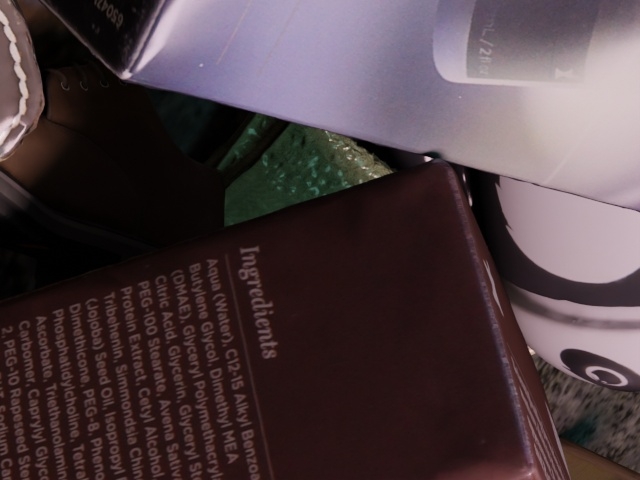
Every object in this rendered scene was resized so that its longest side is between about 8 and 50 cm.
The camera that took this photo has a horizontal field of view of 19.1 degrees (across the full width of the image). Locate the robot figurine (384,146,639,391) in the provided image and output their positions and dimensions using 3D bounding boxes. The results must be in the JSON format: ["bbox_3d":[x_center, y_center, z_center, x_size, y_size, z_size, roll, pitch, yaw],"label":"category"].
[{"bbox_3d":[0.158,-0.057,0.962,0.173,0.209,0.278,-31,123,-35],"label":"robot figurine"}]

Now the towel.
[{"bbox_3d":[0.000,0.000,0.931,0.148,0.027,0.110,34,110,-26],"label":"towel"}]

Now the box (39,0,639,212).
[{"bbox_3d":[0.067,-0.191,0.696,0.294,0.183,0.296,11,114,-41],"label":"box"}]

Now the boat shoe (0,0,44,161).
[{"bbox_3d":[-0.119,-0.059,0.358,0.081,0.068,0.228,-51,146,0],"label":"boat shoe"}]

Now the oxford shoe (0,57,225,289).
[{"bbox_3d":[-0.122,-0.040,0.778,0.227,0.083,0.096,30,69,-51],"label":"oxford shoe"}]

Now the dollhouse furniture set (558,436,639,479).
[{"bbox_3d":[0.191,0.291,1.353,0.161,0.212,0.242,-38,118,-18],"label":"dollhouse furniture set"}]

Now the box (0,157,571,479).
[{"bbox_3d":[-0.095,0.123,0.738,0.381,0.143,0.191,-20,146,7],"label":"box"}]

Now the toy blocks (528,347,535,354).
[{"bbox_3d":[0.080,0.030,1.098,0.123,0.054,0.148,-41,146,-17],"label":"toy blocks"}]
